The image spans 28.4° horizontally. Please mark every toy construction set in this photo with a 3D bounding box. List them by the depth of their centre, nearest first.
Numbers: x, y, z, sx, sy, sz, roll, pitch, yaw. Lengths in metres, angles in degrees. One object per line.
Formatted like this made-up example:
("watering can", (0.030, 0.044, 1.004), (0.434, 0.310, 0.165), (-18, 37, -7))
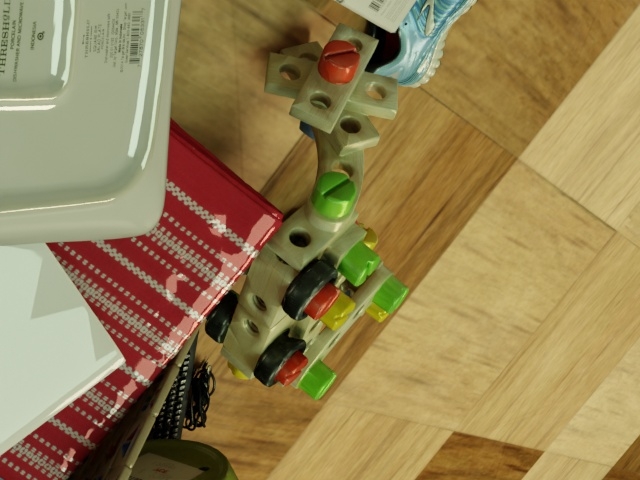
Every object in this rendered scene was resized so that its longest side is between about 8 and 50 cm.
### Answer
("toy construction set", (0.000, 0.000, 1.014), (0.215, 0.151, 0.328), (-42, 150, -35))

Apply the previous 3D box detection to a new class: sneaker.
("sneaker", (0.076, -0.190, 0.996), (0.073, 0.063, 0.162), (-9, 132, -41))

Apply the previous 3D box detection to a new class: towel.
("towel", (-0.179, 0.026, 0.863), (0.199, 0.031, 0.275), (39, 94, -19))

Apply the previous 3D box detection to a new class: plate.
("plate", (-0.179, -0.118, 0.710), (0.278, 0.045, 0.277), (-8, 112, -44))

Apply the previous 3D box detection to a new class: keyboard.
("keyboard", (-0.133, 0.150, 1.146), (0.100, 0.038, 0.192), (-21, 141, -35))

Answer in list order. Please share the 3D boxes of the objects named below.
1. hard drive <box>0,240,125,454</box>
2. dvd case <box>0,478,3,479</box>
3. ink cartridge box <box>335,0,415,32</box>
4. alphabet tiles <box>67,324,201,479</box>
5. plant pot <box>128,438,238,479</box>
("hard drive", (-0.307, 0.087, 0.773), (0.318, 0.040, 0.210), (-37, 112, -15))
("dvd case", (-0.330, 0.189, 0.855), (0.253, 0.180, 0.022), (-28, -176, -27))
("ink cartridge box", (0.029, -0.221, 0.910), (0.099, 0.056, 0.135), (-55, 148, 12))
("alphabet tiles", (-0.172, 0.176, 0.946), (0.198, 0.009, 0.237), (-28, -145, 61))
("plant pot", (-0.137, 0.339, 1.127), (0.274, 0.274, 0.294), (-17, 112, -39))
